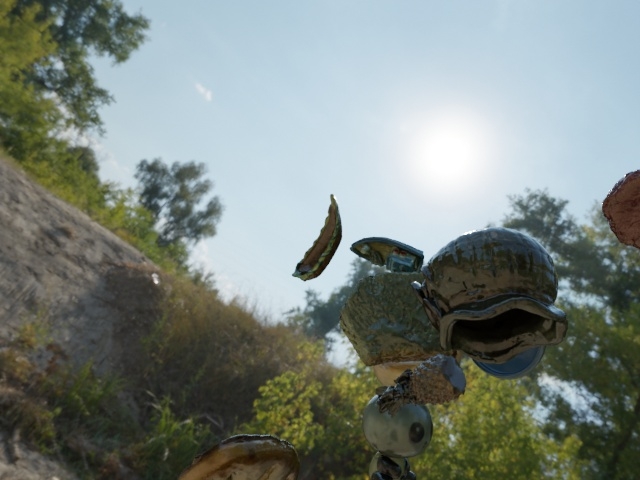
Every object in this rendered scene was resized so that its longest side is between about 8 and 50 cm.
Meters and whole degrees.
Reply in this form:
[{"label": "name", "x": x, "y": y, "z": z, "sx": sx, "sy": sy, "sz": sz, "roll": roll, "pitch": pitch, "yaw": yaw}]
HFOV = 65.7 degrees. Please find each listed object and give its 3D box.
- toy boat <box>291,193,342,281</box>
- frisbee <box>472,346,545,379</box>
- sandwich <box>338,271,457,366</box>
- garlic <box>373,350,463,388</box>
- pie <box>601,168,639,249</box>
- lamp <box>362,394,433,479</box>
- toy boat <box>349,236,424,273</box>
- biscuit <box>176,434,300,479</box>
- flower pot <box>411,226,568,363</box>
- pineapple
[{"label": "toy boat", "x": 0.010, "y": 0.002, "z": 1.581, "sx": 0.099, "sy": 0.293, "sz": 0.108, "roll": 24, "pitch": 6, "yaw": -27}, {"label": "frisbee", "x": 0.605, "y": 0.307, "z": 1.627, "sx": 0.049, "sy": 0.290, "sz": 0.289, "roll": 13, "pitch": -1, "yaw": -39}, {"label": "sandwich", "x": 0.213, "y": 0.223, "z": 1.434, "sx": 0.325, "sy": 0.263, "sz": 0.131, "roll": -4, "pitch": -21, "yaw": 5}, {"label": "garlic", "x": 0.331, "y": 0.412, "z": 1.694, "sx": 0.312, "sy": 0.250, "sz": 0.286, "roll": -2, "pitch": -26, "yaw": 15}, {"label": "pie", "x": 0.540, "y": -0.050, "z": 0.814, "sx": 0.153, "sy": 0.038, "sz": 0.154, "roll": 24, "pitch": -62, "yaw": 55}, {"label": "lamp", "x": 0.195, "y": 0.511, "z": 1.288, "sx": 0.197, "sy": 0.244, "sz": 0.198, "roll": 9, "pitch": -10, "yaw": 2}, {"label": "toy boat", "x": 0.206, "y": 0.051, "z": 1.575, "sx": 0.237, "sy": 0.098, "sz": 0.109, "roll": 18, "pitch": -49, "yaw": 20}, {"label": "biscuit", "x": -0.108, "y": 0.385, "z": 0.811, "sx": 0.045, "sy": 0.154, "sz": 0.299, "roll": 55, "pitch": 1, "yaw": 38}, {"label": "flower pot", "x": 0.353, "y": 0.125, "z": 1.066, "sx": 0.301, "sy": 0.213, "sz": 0.302, "roll": -1, "pitch": -36, "yaw": -1}, {"label": "pineapple", "x": 0.148, "y": 0.233, "z": 0.776, "sx": 0.074, "sy": 0.074, "sz": 0.159, "roll": 41, "pitch": -50, "yaw": -16}]
